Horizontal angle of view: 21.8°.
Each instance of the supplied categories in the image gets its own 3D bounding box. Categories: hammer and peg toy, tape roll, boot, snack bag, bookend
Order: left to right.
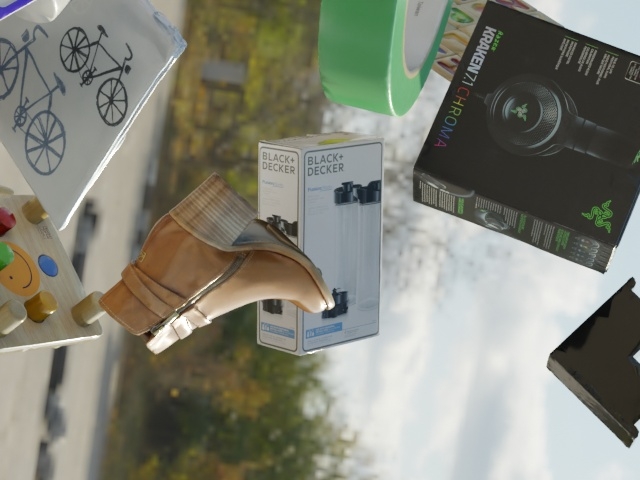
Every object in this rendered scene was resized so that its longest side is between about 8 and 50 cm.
[{"bbox_3d":[-0.475,-0.002,2.463,0.127,0.266,0.361,-36,-107,29],"label":"hammer and peg toy"},{"bbox_3d":[-0.337,-0.241,2.239,0.342,0.037,0.323,-53,-125,26],"label":"snack bag"},{"bbox_3d":[-0.125,0.069,2.070,0.220,0.283,0.109,-47,-132,0],"label":"boot"},{"bbox_3d":[0.083,-0.288,1.683,0.321,0.077,0.321,14,90,-77],"label":"tape roll"},{"bbox_3d":[0.408,0.161,2.192,0.157,0.156,0.072,-43,164,-10],"label":"bookend"}]

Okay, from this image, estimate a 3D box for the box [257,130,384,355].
[{"bbox_3d":[0.000,0.000,2.310,0.087,0.169,0.290,12,-75,45],"label":"box"}]

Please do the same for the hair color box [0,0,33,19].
[{"bbox_3d":[-0.185,-0.343,1.458,0.110,0.339,0.185,64,-4,-38],"label":"hair color box"}]

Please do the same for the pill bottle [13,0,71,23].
[{"bbox_3d":[-0.274,-0.471,2.065,0.407,0.229,0.229,-54,173,-22],"label":"pill bottle"}]

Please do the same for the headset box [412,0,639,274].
[{"bbox_3d":[0.289,-0.123,2.058,0.131,0.283,0.246,79,35,-73],"label":"headset box"}]

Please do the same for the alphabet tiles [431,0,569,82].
[{"bbox_3d":[0.215,-0.303,2.362,0.342,0.285,0.011,40,-49,35],"label":"alphabet tiles"}]
